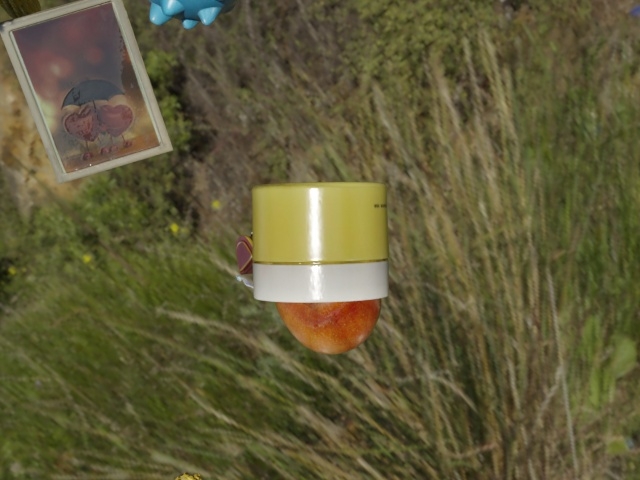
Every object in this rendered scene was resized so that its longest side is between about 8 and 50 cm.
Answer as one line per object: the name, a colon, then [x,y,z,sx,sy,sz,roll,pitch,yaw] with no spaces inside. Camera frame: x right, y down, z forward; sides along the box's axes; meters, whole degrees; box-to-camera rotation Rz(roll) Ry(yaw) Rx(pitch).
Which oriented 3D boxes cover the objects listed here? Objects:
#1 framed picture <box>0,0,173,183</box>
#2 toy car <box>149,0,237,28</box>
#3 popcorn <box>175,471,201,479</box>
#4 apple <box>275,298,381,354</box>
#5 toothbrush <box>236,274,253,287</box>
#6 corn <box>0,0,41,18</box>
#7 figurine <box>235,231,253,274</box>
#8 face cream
framed picture: [-0.398,-0.260,1.681,0.211,0.289,0.020,-17,21,-3]
toy car: [-0.209,-0.428,1.554,0.255,0.188,0.190,2,61,63]
popcorn: [-0.219,0.439,1.698,0.057,0.083,0.082,-57,11,-29]
apple: [0.011,0.105,1.933,0.235,0.173,0.210,41,85,16]
toothbrush: [-0.156,0.093,2.130,0.011,0.013,0.131,-20,19,-22]
corn: [-0.600,-0.485,1.882,0.072,0.203,0.072,-3,73,9]
figurine: [-0.110,0.014,2.116,0.082,0.154,0.098,-52,55,43]
face cream: [0.000,0.000,1.560,0.218,0.218,0.179,1,92,47]
